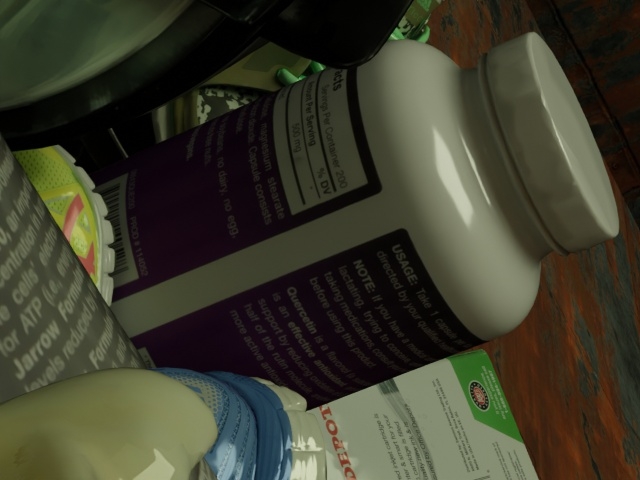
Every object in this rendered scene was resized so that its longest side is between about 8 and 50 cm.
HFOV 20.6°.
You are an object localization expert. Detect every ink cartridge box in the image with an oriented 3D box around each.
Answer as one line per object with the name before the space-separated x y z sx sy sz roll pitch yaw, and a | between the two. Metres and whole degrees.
ink cartridge box | 0.050 0.171 1.227 0.208 0.087 0.153 -6 70 -45

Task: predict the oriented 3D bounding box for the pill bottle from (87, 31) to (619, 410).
pill bottle | 0.000 0.000 1.024 0.181 0.323 0.181 56 21 -34

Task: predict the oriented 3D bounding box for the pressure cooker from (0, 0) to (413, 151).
pressure cooker | -0.139 -0.234 0.788 0.420 0.370 0.375 -55 132 -73

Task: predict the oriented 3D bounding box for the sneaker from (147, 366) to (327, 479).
sneaker | -0.089 0.214 0.856 0.147 0.130 0.330 20 57 -34

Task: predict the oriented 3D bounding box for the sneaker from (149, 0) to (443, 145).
sneaker | 0.011 -0.150 1.211 0.158 0.182 0.410 32 59 -40

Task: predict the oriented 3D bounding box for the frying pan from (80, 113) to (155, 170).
frying pan | -0.152 -0.110 1.162 0.326 0.053 0.197 21 49 -67

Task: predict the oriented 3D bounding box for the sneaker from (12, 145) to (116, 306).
sneaker | -0.158 0.027 0.933 0.094 0.081 0.208 16 54 -66

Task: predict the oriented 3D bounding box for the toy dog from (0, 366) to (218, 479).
toy dog | -0.214 -0.050 0.368 0.284 0.395 0.408 -116 -173 -75

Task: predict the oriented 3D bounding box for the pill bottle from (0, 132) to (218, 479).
pill bottle | -0.182 0.043 0.630 0.361 0.204 0.204 61 18 -21
